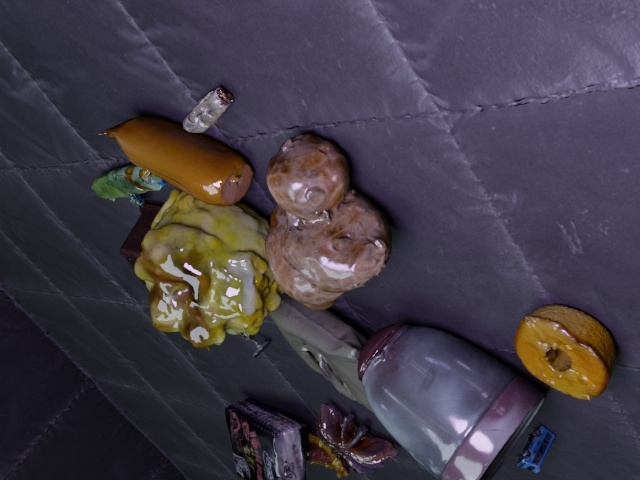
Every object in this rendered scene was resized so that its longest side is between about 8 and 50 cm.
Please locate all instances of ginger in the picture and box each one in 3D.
[{"bbox_3d":[0.000,0.000,1.546,0.256,0.176,0.375,51,158,16],"label":"ginger"}]

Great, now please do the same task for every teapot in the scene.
[{"bbox_3d":[0.220,0.281,1.679,0.312,0.233,0.315,37,-179,21],"label":"teapot"}]

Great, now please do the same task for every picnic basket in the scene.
[{"bbox_3d":[-0.305,0.046,2.021,0.296,0.129,0.222,14,146,41],"label":"picnic basket"}]

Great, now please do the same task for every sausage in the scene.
[{"bbox_3d":[-0.274,-0.161,1.686,0.328,0.112,0.112,26,150,24],"label":"sausage"}]

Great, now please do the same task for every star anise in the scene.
[{"bbox_3d":[0.083,0.499,2.289,0.236,0.093,0.229,5,132,42],"label":"star anise"}]

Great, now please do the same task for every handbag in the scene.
[{"bbox_3d":[0.026,0.222,1.894,0.315,0.109,0.253,28,157,45],"label":"handbag"}]

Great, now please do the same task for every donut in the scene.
[{"bbox_3d":[0.383,0.168,1.434,0.162,0.065,0.178,38,154,13],"label":"donut"}]

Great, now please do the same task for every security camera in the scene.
[{"bbox_3d":[-0.171,0.232,2.232,0.092,0.058,0.058,45,154,7],"label":"security camera"}]

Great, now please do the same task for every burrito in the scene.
[{"bbox_3d":[-0.408,-0.113,1.991,0.288,0.054,0.104,-5,132,52],"label":"burrito"},{"bbox_3d":[-0.196,-0.217,1.580,0.045,0.041,0.185,35,156,-13],"label":"burrito"}]

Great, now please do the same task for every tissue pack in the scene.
[{"bbox_3d":[-0.139,0.586,2.526,0.332,0.123,0.245,10,111,61],"label":"tissue pack"}]

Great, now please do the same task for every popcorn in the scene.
[{"bbox_3d":[-0.211,0.046,1.753,0.312,0.312,0.312,29,152,18],"label":"popcorn"}]

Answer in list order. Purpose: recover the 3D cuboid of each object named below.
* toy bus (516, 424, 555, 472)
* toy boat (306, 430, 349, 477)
[{"bbox_3d":[0.402,0.390,1.725,0.046,0.083,0.038,33,152,6],"label":"toy bus"},{"bbox_3d":[-0.008,0.576,2.504,0.141,0.099,0.318,53,153,-18],"label":"toy boat"}]
